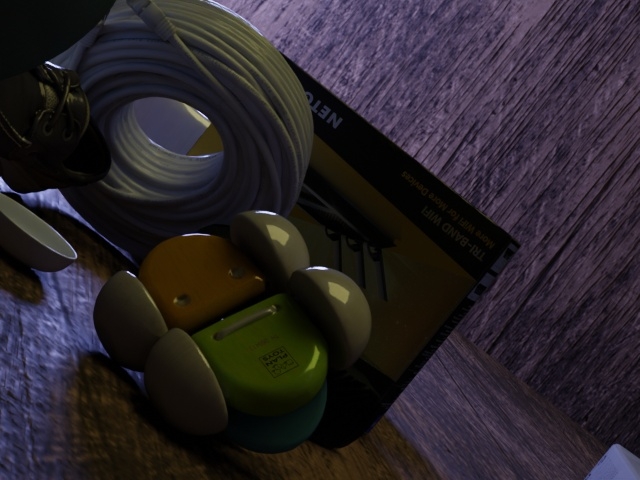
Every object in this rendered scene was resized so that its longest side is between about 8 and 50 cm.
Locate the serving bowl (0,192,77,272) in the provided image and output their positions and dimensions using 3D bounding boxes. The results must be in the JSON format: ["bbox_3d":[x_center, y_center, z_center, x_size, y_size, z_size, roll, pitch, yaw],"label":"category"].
[{"bbox_3d":[-0.220,-0.002,1.192,0.083,0.027,0.083,39,5,-4],"label":"serving bowl"}]

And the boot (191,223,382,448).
[{"bbox_3d":[-0.064,0.061,1.368,0.207,0.094,0.246,46,1,34],"label":"boot"}]

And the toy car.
[{"bbox_3d":[-0.059,0.077,1.133,0.182,0.159,0.136,42,-31,43],"label":"toy car"}]

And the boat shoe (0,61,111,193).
[{"bbox_3d":[-0.232,-0.106,1.313,0.092,0.103,0.285,-2,-16,3],"label":"boat shoe"}]

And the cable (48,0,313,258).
[{"bbox_3d":[-0.135,-0.099,1.468,0.257,0.257,0.089,37,39,-13],"label":"cable"}]

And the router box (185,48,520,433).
[{"bbox_3d":[0.000,0.000,1.584,0.309,0.243,0.081,39,4,14],"label":"router box"}]

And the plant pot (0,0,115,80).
[{"bbox_3d":[-0.262,-0.284,1.016,0.341,0.341,0.334,40,-15,21],"label":"plant pot"}]

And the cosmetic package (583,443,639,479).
[{"bbox_3d":[0.311,0.316,1.452,0.197,0.155,0.365,38,5,5],"label":"cosmetic package"}]

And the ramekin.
[{"bbox_3d":[-0.164,-0.093,1.901,0.277,0.135,0.277,38,4,-3],"label":"ramekin"}]
